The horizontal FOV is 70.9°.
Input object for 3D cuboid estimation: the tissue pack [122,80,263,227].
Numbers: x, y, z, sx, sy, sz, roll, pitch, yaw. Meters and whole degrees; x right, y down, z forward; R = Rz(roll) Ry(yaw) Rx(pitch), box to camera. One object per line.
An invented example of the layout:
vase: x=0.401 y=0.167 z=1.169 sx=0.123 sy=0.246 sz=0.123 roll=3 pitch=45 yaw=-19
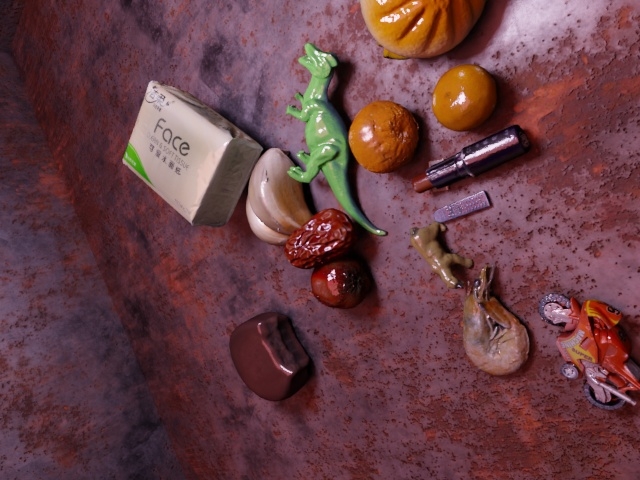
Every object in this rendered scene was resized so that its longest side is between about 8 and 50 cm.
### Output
tissue pack: x=-0.444 y=-0.288 z=1.520 sx=0.405 sy=0.205 sz=0.331 roll=38 pitch=111 yaw=20

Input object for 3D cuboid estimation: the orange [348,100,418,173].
orange: x=0.166 y=-0.275 z=1.209 sx=0.161 sy=0.194 sz=0.193 roll=-3 pitch=101 yaw=66

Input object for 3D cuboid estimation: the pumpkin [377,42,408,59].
pumpkin: x=0.233 y=-0.576 z=1.136 sx=0.130 sy=0.149 sz=0.253 roll=-128 pitch=45 yaw=-72

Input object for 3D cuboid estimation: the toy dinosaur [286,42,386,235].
toy dinosaur: x=0.086 y=-0.292 z=1.335 sx=0.500 sy=0.144 sz=0.374 roll=38 pitch=125 yaw=9

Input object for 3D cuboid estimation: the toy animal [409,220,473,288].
toy animal: x=0.318 y=0.041 z=1.221 sx=0.103 sy=0.101 sz=0.218 roll=-44 pitch=73 yaw=37

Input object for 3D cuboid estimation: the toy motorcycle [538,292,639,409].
toy motorcycle: x=0.630 y=0.246 z=1.025 sx=0.171 sy=0.089 sz=0.298 roll=-34 pitch=81 yaw=40

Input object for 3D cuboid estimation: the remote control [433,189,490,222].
remote control: x=0.371 y=-0.087 z=1.191 sx=0.153 sy=0.027 sz=0.043 roll=-22 pitch=82 yaw=40

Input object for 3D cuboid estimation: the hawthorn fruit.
hawthorn fruit: x=0.045 y=0.143 z=1.444 sx=0.235 sy=0.181 sz=0.181 roll=-26 pitch=85 yaw=53

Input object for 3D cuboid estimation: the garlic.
garlic: x=-0.145 y=-0.132 z=1.517 sx=0.250 sy=0.286 sz=0.312 roll=-31 pitch=87 yaw=-3

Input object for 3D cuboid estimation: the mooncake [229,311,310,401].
mooncake: x=-0.189 y=0.425 z=1.713 sx=0.326 sy=0.174 sz=0.333 roll=31 pitch=117 yaw=27

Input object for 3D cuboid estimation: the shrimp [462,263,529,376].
shrimp: x=0.459 y=0.215 z=1.180 sx=0.168 sy=0.077 sz=0.316 roll=3 pitch=109 yaw=29

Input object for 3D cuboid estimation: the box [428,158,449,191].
box: x=0.320 y=-0.175 z=1.216 sx=0.046 sy=0.012 sz=0.083 roll=-4 pitch=98 yaw=40

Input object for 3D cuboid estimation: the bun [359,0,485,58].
bun: x=0.240 y=-0.560 z=0.988 sx=0.165 sy=0.299 sz=0.298 roll=-122 pitch=32 yaw=-70

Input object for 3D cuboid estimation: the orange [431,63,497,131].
orange: x=0.345 y=-0.339 z=1.076 sx=0.156 sy=0.124 sz=0.156 roll=2 pitch=92 yaw=53

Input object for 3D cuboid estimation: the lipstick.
lipstick: x=0.365 y=-0.192 z=1.125 sx=0.300 sy=0.081 sz=0.081 roll=-25 pitch=86 yaw=39

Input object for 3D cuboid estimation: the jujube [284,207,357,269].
jujube: x=0.000 y=0.000 z=1.367 sx=0.230 sy=0.155 sz=0.155 roll=-35 pitch=78 yaw=19
